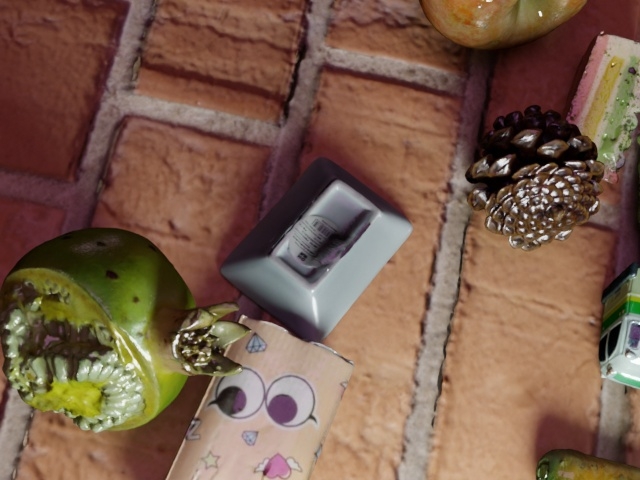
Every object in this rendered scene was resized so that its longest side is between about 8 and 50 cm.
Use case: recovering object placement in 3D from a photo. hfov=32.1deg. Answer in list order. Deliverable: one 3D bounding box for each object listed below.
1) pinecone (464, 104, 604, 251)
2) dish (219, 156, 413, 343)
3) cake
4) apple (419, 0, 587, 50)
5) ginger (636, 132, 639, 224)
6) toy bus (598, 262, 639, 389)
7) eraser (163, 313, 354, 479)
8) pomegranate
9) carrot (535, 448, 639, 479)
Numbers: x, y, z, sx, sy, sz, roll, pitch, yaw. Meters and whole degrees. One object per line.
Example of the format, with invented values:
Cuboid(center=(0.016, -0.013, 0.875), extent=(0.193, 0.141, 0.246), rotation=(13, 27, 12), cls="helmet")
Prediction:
Cuboid(center=(0.303, -0.096, 1.589), extent=(0.208, 0.207, 0.207), rotation=(2, 69, -6), cls="pinecone")
Cuboid(center=(0.000, 0.000, 1.566), extent=(0.182, 0.080, 0.243), rotation=(38, 71, 8), cls="dish")
Cuboid(center=(0.432, -0.199, 1.714), extent=(0.109, 0.090, 0.225), rotation=(20, 87, -1), cls="cake")
Cuboid(center=(0.268, -0.440, 1.659), extent=(0.302, 0.301, 0.301), rotation=(2, 69, -6), cls="apple")
Cuboid(center=(0.537, -0.057, 1.651), extent=(0.137, 0.089, 0.289), rotation=(-7, 65, 10), cls="ginger")
Cuboid(center=(0.531, 0.149, 1.544), extent=(0.276, 0.133, 0.164), rotation=(18, 68, 1), cls="toy bus")
Cuboid(center=(-0.085, 0.260, 1.453), extent=(0.171, 0.087, 0.290), rotation=(23, 68, 3), cls="eraser")
Cuboid(center=(-0.247, 0.113, 1.387), extent=(0.341, 0.260, 0.260), rotation=(3, 67, 23), cls="pomegranate")
Cuboid(center=(0.435, 0.339, 1.499), extent=(0.298, 0.078, 0.078), rotation=(13, 68, -8), cls="carrot")
